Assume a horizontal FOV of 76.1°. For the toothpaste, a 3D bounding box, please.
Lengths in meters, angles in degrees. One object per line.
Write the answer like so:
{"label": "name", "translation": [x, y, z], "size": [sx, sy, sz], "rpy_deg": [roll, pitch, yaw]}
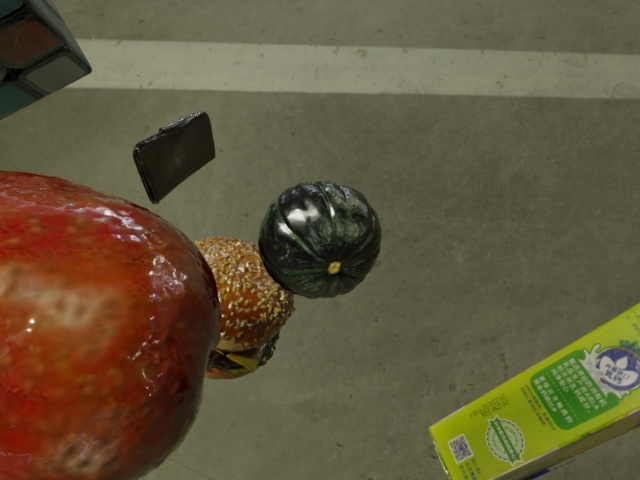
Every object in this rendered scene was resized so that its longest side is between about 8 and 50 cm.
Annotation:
{"label": "toothpaste", "translation": [0.272, 0.163, 0.422], "size": [0.327, 0.110, 0.077], "rpy_deg": [-45, 41, 25]}

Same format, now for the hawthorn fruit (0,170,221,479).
{"label": "hawthorn fruit", "translation": [-0.270, 0.069, 0.352], "size": [0.369, 0.284, 0.285], "rpy_deg": [29, 61, -28]}

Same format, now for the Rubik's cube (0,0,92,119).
{"label": "Rubik's cube", "translation": [-0.678, -0.409, 0.671], "size": [0.363, 0.359, 0.362], "rpy_deg": [-35, 95, -4]}

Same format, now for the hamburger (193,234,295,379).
{"label": "hamburger", "translation": [-0.199, 0.136, 0.866], "size": [0.291, 0.225, 0.291], "rpy_deg": [18, 40, -16]}

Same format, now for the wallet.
{"label": "wallet", "translation": [-0.318, -0.200, 0.925], "size": [0.031, 0.137, 0.255], "rpy_deg": [8, 36, 17]}

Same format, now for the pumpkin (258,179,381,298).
{"label": "pumpkin", "translation": [0.000, 0.000, 0.716], "size": [0.220, 0.221, 0.162], "rpy_deg": [-21, 43, -5]}
